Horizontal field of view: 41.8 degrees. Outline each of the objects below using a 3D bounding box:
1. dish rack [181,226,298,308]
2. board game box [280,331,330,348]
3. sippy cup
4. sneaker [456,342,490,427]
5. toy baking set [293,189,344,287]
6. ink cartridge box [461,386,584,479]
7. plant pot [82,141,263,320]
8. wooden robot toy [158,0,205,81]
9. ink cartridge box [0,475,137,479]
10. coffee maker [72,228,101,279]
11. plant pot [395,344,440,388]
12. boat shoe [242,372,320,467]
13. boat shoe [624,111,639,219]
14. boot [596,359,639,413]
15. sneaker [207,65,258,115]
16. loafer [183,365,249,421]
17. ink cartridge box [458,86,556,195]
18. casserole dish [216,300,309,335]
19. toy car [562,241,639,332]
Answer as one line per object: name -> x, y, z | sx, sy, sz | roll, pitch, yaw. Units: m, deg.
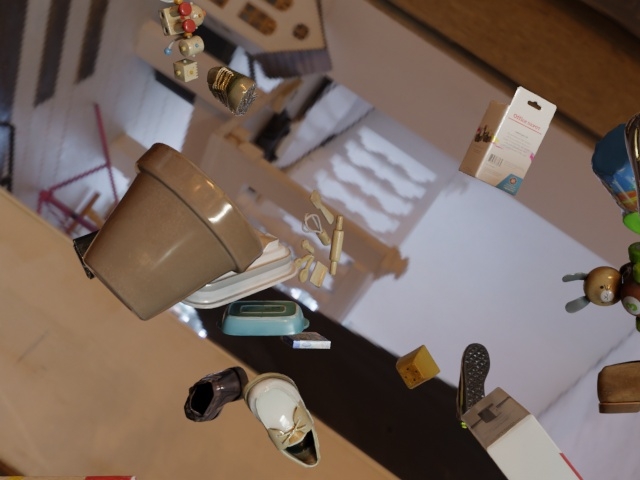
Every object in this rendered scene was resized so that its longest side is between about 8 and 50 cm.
dish rack -> -0.237, 0.007, 1.686 | 0.285, 0.333, 0.072 | -20, 127, -43
board game box -> -0.036, 0.227, 1.917 | 0.090, 0.090, 0.020 | -162, -102, -66
sippy cup -> 0.814, -0.176, 2.123 | 0.240, 0.224, 0.305 | -46, -151, 17
sneaker -> 0.408, 0.399, 2.329 | 0.097, 0.084, 0.234 | 131, -26, -62
toy baking set -> 0.003, 0.001, 2.144 | 0.197, 0.030, 0.256 | -3, 105, -59
ink cartridge box -> 0.402, 0.423, 1.671 | 0.114, 0.197, 0.273 | -38, -179, 1
plant pot -> -0.265, 0.004, 1.404 | 0.229, 0.263, 0.263 | -44, 172, -15
wooden robot toy -> -0.207, -0.346, 1.332 | 0.079, 0.076, 0.173 | -30, 116, -40
ink cartridge box -> -0.498, 0.568, 1.482 | 0.160, 0.385, 0.279 | -72, 155, -61
coffee maker -> -0.527, 0.006, 2.113 | 0.178, 0.120, 0.171 | -26, 147, -20
plant pot -> 0.234, 0.318, 2.065 | 0.081, 0.081, 0.083 | -33, 176, 22
boat shoe -> -0.067, 0.390, 1.806 | 0.113, 0.103, 0.302 | -35, 138, -3
boat shoe -> 0.669, -0.094, 1.613 | 0.117, 0.324, 0.097 | -16, -178, 13
boot -> 0.774, 0.320, 1.871 | 0.112, 0.305, 0.115 | 25, 60, -69
sneaker -> -0.157, -0.258, 1.416 | 0.064, 0.086, 0.192 | -54, -176, 2
loafer -> -0.283, 0.383, 2.073 | 0.095, 0.109, 0.302 | -8, 161, -37
ink cartridge box -> 0.346, -0.188, 1.552 | 0.181, 0.104, 0.061 | -65, -151, 8
casserole dish -> -0.117, 0.154, 1.704 | 0.114, 0.188, 0.037 | -91, -178, -71
toy car -> 0.606, 0.105, 1.757 | 0.149, 0.188, 0.155 | -71, 152, -58
